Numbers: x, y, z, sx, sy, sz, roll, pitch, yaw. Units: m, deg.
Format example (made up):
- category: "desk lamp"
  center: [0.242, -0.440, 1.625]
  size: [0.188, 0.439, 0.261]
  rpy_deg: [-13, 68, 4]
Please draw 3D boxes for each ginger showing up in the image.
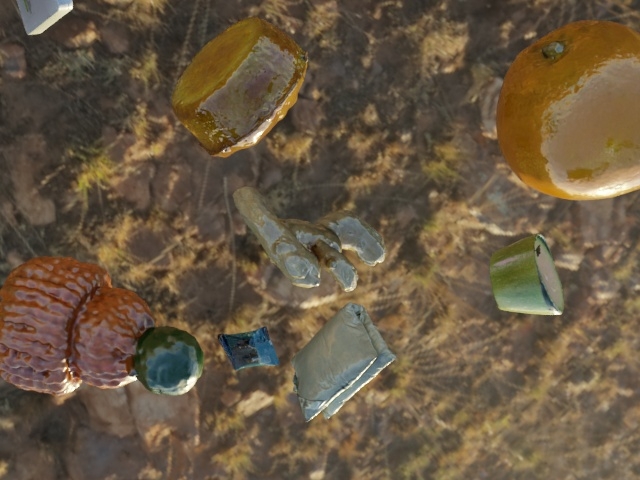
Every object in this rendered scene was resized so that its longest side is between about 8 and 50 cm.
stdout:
- category: "ginger"
  center: [0.004, 0.011, 1.050]
  size: [0.259, 0.149, 0.065]
  rpy_deg: [17, 128, -45]

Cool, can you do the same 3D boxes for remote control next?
- category: "remote control"
  center: [-0.518, -0.453, 1.522]
  size: [0.034, 0.250, 0.103]
  rpy_deg: [-19, 101, -31]

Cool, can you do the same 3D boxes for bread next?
- category: "bread"
  center: [-0.172, -0.315, 1.704]
  size: [0.312, 0.312, 0.172]
  rpy_deg: [-47, 120, 5]

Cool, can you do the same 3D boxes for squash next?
- category: "squash"
  center: [0.415, 0.073, 1.658]
  size: [0.123, 0.170, 0.170]
  rpy_deg: [-10, 144, 26]

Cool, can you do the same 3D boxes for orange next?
- category: "orange"
  center: [0.447, -0.216, 1.382]
  size: [0.312, 0.312, 0.312]
  rpy_deg: [-19, 132, -23]

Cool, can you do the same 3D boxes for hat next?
- category: "hat"
  center: [-0.419, 0.163, 1.604]
  size: [0.400, 0.285, 0.285]
  rpy_deg: [1, 131, 9]

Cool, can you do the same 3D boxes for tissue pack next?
- category: "tissue pack"
  center: [-0.148, 0.220, 1.657]
  size: [0.028, 0.138, 0.085]
  rpy_deg: [-27, 99, -47]

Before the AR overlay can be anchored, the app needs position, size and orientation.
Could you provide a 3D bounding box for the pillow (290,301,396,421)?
- category: "pillow"
  center: [0.029, 0.197, 1.355]
  size: [0.078, 0.134, 0.181]
  rpy_deg: [24, 121, -41]
